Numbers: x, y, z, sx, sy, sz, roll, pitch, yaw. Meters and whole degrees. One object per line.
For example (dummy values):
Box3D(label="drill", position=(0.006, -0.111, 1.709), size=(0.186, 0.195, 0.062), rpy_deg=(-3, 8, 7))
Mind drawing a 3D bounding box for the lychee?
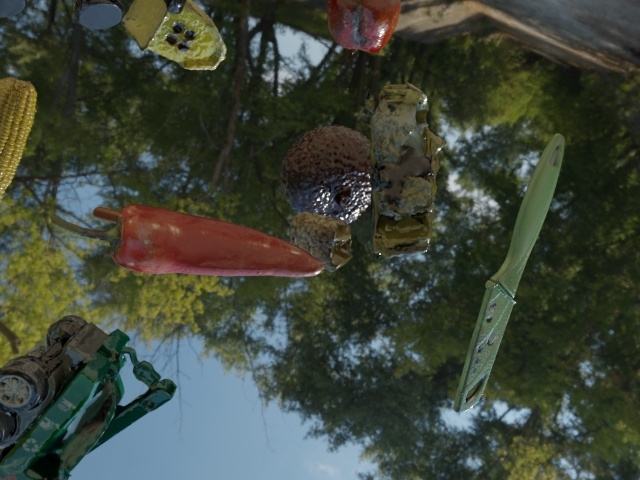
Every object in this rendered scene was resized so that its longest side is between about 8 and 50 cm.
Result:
Box3D(label="lychee", position=(0.024, -0.162, 1.252), size=(0.261, 0.260, 0.260), rpy_deg=(19, -155, -9))

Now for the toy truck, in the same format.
Box3D(label="toy truck", position=(-0.372, 0.255, 0.663), size=(0.178, 0.363, 0.176), rpy_deg=(45, -173, -11))

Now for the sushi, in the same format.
Box3D(label="sushi", position=(0.144, -0.114, 0.850), size=(0.139, 0.290, 0.131), rpy_deg=(-2, 176, 9))

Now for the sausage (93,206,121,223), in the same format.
Box3D(label="sausage", position=(-0.665, -0.077, 1.645), size=(0.131, 0.041, 0.039), rpy_deg=(14, -174, 12))

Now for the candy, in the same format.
Box3D(label="candy", position=(0.000, 0.000, 0.871), size=(0.110, 0.095, 0.085), rpy_deg=(10, -163, 25))

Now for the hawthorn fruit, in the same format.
Box3D(label="hawthorn fruit", position=(0.050, -0.259, 0.594), size=(0.093, 0.093, 0.093), rpy_deg=(19, -155, -9))

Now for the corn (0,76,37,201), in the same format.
Box3D(label="corn", position=(-0.619, -0.173, 0.969), size=(0.101, 0.291, 0.101), rpy_deg=(22, 177, 1))

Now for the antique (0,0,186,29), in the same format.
Box3D(label="antique", position=(-0.364, -0.472, 0.758), size=(0.322, 0.185, 0.254), rpy_deg=(-12, -99, -39))

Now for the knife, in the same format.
Box3D(label="knife", position=(0.182, 0.039, 0.503), size=(0.043, 0.292, 0.020), rpy_deg=(7, -167, -31))

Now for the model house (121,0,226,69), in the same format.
Box3D(label="model house", position=(-0.385, -0.566, 1.398), size=(0.234, 0.174, 0.193), rpy_deg=(25, -160, -51))

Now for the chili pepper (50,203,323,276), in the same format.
Box3D(label="chili pepper", position=(-0.126, 0.006, 0.524), size=(0.273, 0.063, 0.071), rpy_deg=(10, -134, -26))
